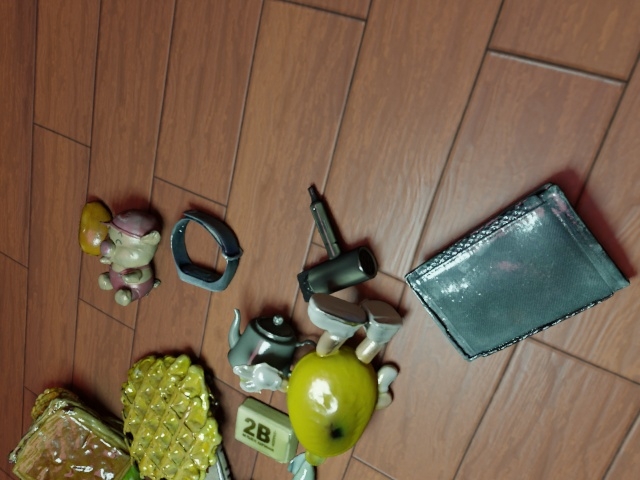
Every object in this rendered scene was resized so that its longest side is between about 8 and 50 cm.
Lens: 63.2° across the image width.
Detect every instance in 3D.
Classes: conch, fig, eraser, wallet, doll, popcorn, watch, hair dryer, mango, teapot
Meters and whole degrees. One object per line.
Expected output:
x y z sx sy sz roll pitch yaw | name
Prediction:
-0.048 0.632 1.382 0.065 0.088 0.180 9 105 -20 | conch
-0.643 0.786 1.699 0.123 0.123 0.156 -8 90 29 | fig
-0.144 0.511 1.395 0.172 0.058 0.117 19 111 22 | eraser
0.366 0.073 1.008 0.342 0.075 0.237 -37 91 28 | wallet
-0.528 0.036 1.425 0.196 0.152 0.256 16 106 10 | doll
-0.884 0.585 1.757 0.180 0.170 0.180 1 95 11 | popcorn
-0.298 0.028 1.350 0.206 0.068 0.193 17 111 25 | watch
0.000 0.000 1.192 0.195 0.078 0.248 -23 82 31 | hair dryer
-0.656 -0.033 1.512 0.105 0.084 0.159 4 105 21 | mango
-0.117 0.251 1.274 0.239 0.162 0.149 25 102 4 | teapot
0.019 0.305 1.175 0.348 0.161 0.423 41 105 -17 | doll

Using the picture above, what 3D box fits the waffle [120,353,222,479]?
-0.442 0.514 1.492 0.382 0.095 0.380 -19 80 33 | waffle

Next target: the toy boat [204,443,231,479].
-0.331 0.698 1.527 0.276 0.111 0.293 -44 66 30 | toy boat

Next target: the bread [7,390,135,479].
-0.764 0.659 1.636 0.324 0.167 0.277 39 87 -11 | bread
